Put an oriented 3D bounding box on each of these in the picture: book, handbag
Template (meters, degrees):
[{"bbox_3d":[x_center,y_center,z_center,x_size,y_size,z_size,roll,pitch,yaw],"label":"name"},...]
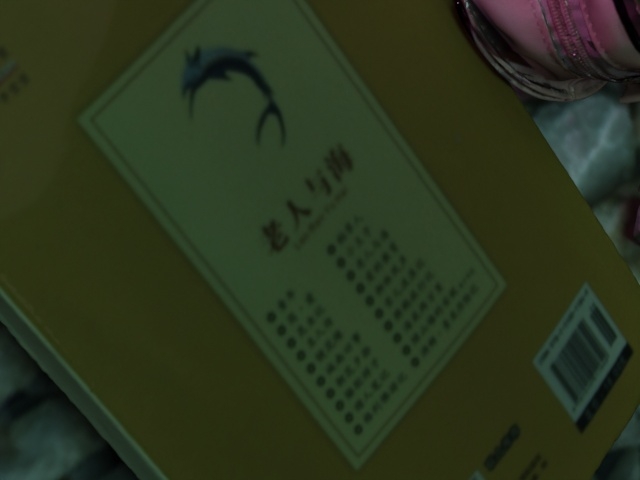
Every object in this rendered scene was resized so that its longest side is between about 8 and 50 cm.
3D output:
[{"bbox_3d":[0.000,0.000,0.757,0.269,0.032,0.389,-48,115,-27],"label":"book"},{"bbox_3d":[0.136,-0.163,0.800,0.179,0.116,0.205,-20,95,-45],"label":"handbag"}]

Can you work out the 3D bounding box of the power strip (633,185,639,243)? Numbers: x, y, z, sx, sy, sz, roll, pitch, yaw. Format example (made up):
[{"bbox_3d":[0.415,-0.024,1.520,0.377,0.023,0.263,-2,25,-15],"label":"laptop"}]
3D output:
[{"bbox_3d":[0.239,0.017,0.907,0.191,0.047,0.030,25,79,-24],"label":"power strip"}]
